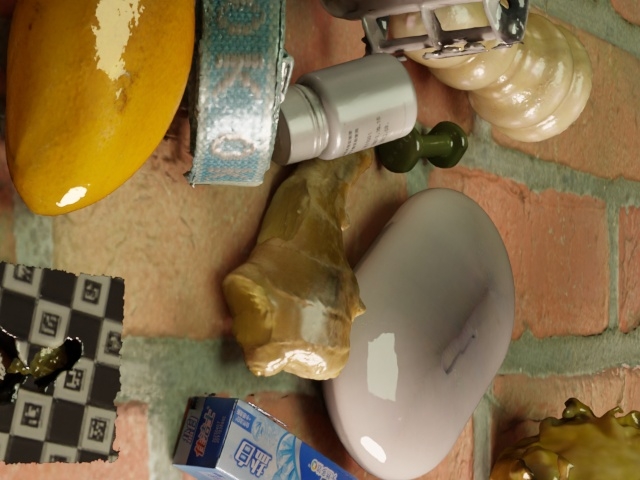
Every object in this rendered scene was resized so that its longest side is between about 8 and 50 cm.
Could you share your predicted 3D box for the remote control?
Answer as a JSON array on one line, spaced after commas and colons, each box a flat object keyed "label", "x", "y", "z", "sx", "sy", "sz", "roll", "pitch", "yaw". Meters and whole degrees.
[{"label": "remote control", "x": 0.102, "y": 0.088, "z": 1.335, "sx": 0.332, "sy": 0.104, "sz": 0.221, "roll": -52, "pitch": 124, "yaw": -44}]

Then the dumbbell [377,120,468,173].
[{"label": "dumbbell", "x": 0.107, "y": -0.097, "z": 1.397, "sx": 0.046, "sy": 0.052, "sz": 0.118, "roll": 48, "pitch": 28, "yaw": 20}]

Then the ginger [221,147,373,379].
[{"label": "ginger", "x": 0.000, "y": 0.000, "z": 1.207, "sx": 0.131, "sy": 0.086, "sz": 0.294, "roll": 34, "pitch": 49, "yaw": -13}]

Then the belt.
[{"label": "belt", "x": -0.063, "y": -0.130, "z": 1.054, "sx": 0.163, "sy": 0.082, "sz": 0.147, "roll": 119, "pitch": -26, "yaw": -72}]

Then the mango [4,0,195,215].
[{"label": "mango", "x": -0.161, "y": -0.120, "z": 0.952, "sx": 0.145, "sy": 0.112, "sz": 0.219, "roll": 31, "pitch": 74, "yaw": -56}]

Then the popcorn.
[{"label": "popcorn", "x": 0.307, "y": 0.287, "z": 1.531, "sx": 0.250, "sy": 0.250, "sz": 0.190, "roll": -27, "pitch": 128, "yaw": -54}]

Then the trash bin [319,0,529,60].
[{"label": "trash bin", "x": 0.009, "y": -0.302, "z": 1.104, "sx": 0.368, "sy": 0.256, "sz": 0.295, "roll": -5, "pitch": 95, "yaw": -50}]

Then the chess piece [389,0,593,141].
[{"label": "chess piece", "x": 0.169, "y": -0.208, "z": 1.445, "sx": 0.261, "sy": 0.143, "sz": 0.142, "roll": 21, "pitch": 71, "yaw": -46}]

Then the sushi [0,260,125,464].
[{"label": "sushi", "x": -0.215, "y": 0.084, "z": 0.927, "sx": 0.201, "sy": 0.031, "sz": 0.139, "roll": 12, "pitch": 79, "yaw": -52}]

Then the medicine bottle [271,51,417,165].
[{"label": "medicine bottle", "x": 0.013, "y": -0.114, "z": 1.197, "sx": 0.130, "sy": 0.080, "sz": 0.080, "roll": -19, "pitch": 106, "yaw": -25}]

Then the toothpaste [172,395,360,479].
[{"label": "toothpaste", "x": -0.025, "y": 0.214, "z": 1.184, "sx": 0.272, "sy": 0.053, "sz": 0.066, "roll": 43, "pitch": 54, "yaw": -47}]
